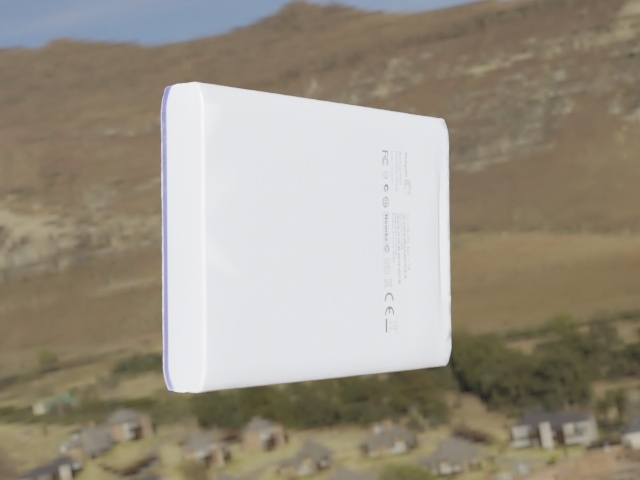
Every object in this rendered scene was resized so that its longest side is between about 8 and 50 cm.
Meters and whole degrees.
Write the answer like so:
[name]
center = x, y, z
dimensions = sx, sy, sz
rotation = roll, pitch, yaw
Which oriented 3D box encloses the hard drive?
[hard drive]
center = 0.000, 0.000, 1.140
dimensions = 0.040, 0.210, 0.318
rotation = -1, -2, 36
